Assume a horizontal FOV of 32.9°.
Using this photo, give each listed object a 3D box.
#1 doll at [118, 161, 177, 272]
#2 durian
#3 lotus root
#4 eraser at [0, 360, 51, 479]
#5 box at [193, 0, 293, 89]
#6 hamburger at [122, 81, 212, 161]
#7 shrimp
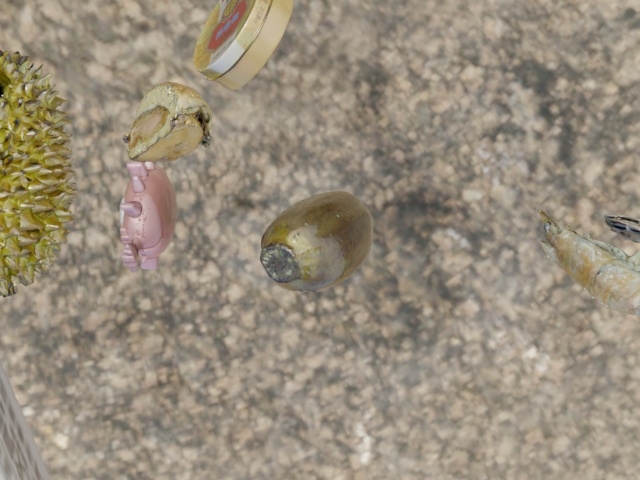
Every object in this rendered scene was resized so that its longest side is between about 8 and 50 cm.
[{"bbox_3d":[-0.314,-0.044,1.973,0.093,0.262,0.211,2,133,9],"label":"doll"},{"bbox_3d":[-0.361,-0.061,1.034,0.293,0.258,0.258,-35,137,-37],"label":"durian"},{"bbox_3d":[0.000,0.000,1.502,0.123,0.241,0.124,-23,95,24],"label":"lotus root"},{"bbox_3d":[-0.183,0.110,0.450,0.124,0.081,0.279,-16,114,-4],"label":"eraser"},{"bbox_3d":[-0.068,-0.184,0.949,0.037,0.105,0.105,30,110,-27],"label":"box"},{"bbox_3d":[-0.194,-0.162,1.476,0.102,0.087,0.176,-2,164,-33],"label":"hamburger"},{"bbox_3d":[0.330,0.009,1.216,0.126,0.223,0.047,-36,131,-9],"label":"shrimp"}]
